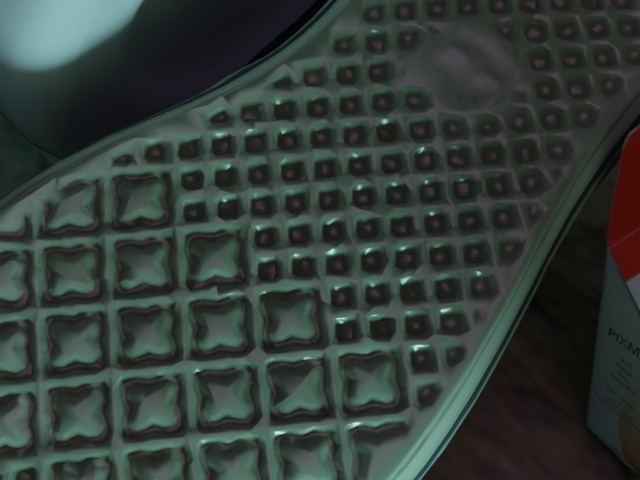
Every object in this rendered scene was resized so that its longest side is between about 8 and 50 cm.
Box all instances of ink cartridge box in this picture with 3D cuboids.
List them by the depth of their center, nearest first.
[{"bbox_3d":[0.187,0.003,0.572,0.145,0.179,0.045,-29,50,-24],"label":"ink cartridge box"}]

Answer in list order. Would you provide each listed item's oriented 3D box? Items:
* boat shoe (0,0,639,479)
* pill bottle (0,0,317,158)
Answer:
[{"bbox_3d":[0.000,0.000,0.554,0.187,0.156,0.500,40,69,7],"label":"boat shoe"},{"bbox_3d":[-0.166,-0.249,0.614,0.229,0.229,0.407,-36,73,-26],"label":"pill bottle"}]
